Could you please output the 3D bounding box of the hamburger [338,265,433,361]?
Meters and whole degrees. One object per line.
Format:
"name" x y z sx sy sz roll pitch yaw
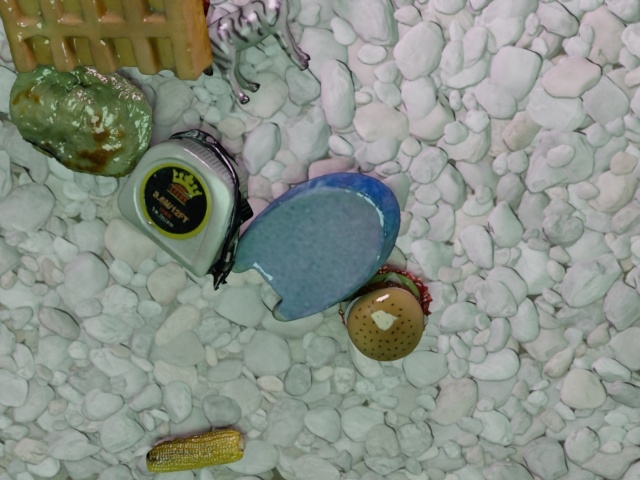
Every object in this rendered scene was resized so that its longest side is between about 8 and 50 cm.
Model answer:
"hamburger" 0.115 0.138 1.746 0.175 0.137 0.175 2 114 4

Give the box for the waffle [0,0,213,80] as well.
"waffle" -0.346 -0.394 1.457 0.348 0.077 0.304 3 127 15

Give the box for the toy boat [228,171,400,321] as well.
"toy boat" 0.000 0.000 1.713 0.330 0.123 0.215 -41 93 26

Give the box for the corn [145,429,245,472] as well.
"corn" -0.247 0.418 1.918 0.203 0.072 0.072 -11 114 7

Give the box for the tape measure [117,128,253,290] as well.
"tape measure" -0.204 -0.065 1.658 0.235 0.115 0.207 39 112 3

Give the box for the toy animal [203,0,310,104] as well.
"toy animal" -0.083 -0.338 1.565 0.170 0.090 0.255 40 107 -11

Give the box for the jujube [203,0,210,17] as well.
"jujube" -0.221 -0.405 1.520 0.104 0.104 0.165 4 134 0

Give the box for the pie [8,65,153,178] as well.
"pie" -0.404 -0.199 1.629 0.248 0.090 0.201 24 116 -6
